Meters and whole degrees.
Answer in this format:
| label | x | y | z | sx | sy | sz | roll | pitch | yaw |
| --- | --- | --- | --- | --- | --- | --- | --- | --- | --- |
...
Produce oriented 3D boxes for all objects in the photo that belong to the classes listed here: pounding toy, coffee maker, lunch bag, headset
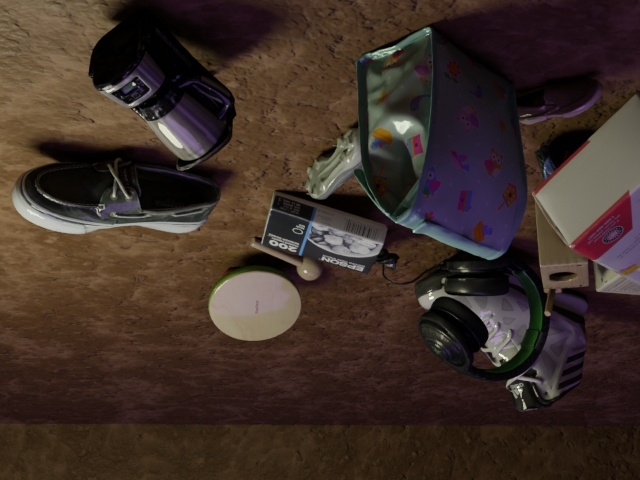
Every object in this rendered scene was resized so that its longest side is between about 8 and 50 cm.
| label | x | y | z | sx | sy | sz | roll | pitch | yaw |
| --- | --- | --- | --- | --- | --- | --- | --- | --- | --- |
| pounding toy | -0.119 | 0.079 | 2.326 | 0.183 | 0.110 | 0.237 | 23 | 122 | -23 |
| coffee maker | -0.208 | -0.203 | 1.521 | 0.120 | 0.171 | 0.178 | -43 | 126 | 4 |
| lunch bag | 0.162 | -0.114 | 1.573 | 0.160 | 0.262 | 0.223 | -18 | 153 | 38 |
| pounding toy | 0.438 | 0.043 | 2.083 | 0.094 | 0.181 | 0.206 | -5 | 158 | 12 |
| headset | 0.258 | 0.115 | 2.247 | 0.394 | 0.243 | 0.185 | 29 | 167 | -26 |

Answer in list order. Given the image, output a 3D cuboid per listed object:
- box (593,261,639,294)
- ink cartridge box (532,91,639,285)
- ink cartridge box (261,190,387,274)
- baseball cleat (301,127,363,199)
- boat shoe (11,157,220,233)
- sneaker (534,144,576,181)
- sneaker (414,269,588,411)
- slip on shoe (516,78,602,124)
| label | x | y | z | sx | sy | sz | roll | pitch | yaw |
| --- | --- | --- | --- | --- | --- | --- | --- | --- | --- |
| box | 0.623 | 0.020 | 2.099 | 0.232 | 0.127 | 0.148 | 5 | 158 | -12 |
| ink cartridge box | 0.503 | -0.060 | 1.779 | 0.226 | 0.131 | 0.306 | -46 | 140 | 20 |
| ink cartridge box | 0.000 | 0.000 | 2.090 | 0.206 | 0.045 | 0.208 | 17 | 157 | -1 |
| baseball cleat | 0.051 | -0.113 | 1.838 | 0.109 | 0.072 | 0.206 | 2 | 163 | -22 |
| boat shoe | -0.319 | -0.085 | 1.881 | 0.335 | 0.121 | 0.119 | 1 | 154 | -33 |
| sneaker | 0.425 | -0.116 | 1.842 | 0.221 | 0.083 | 0.087 | 9 | 144 | -35 |
| sneaker | 0.389 | 0.211 | 2.410 | 0.447 | 0.257 | 0.169 | 14 | 155 | -31 |
| slip on shoe | 0.328 | -0.201 | 1.650 | 0.135 | 0.051 | 0.041 | -11 | 145 | 41 |
